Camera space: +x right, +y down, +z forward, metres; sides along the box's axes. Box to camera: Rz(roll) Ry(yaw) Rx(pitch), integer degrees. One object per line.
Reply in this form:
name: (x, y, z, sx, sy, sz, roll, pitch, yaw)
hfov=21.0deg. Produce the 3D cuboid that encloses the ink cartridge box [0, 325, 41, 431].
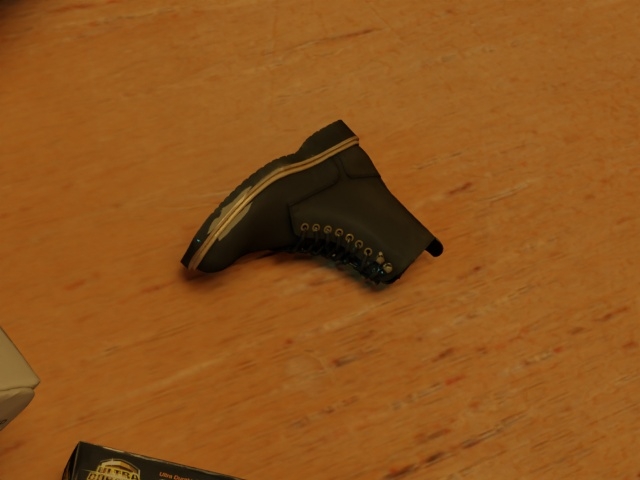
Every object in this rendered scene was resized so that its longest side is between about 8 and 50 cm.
ink cartridge box: (-0.399, 0.002, 1.046, 0.395, 0.166, 0.285, 51, 19, 15)

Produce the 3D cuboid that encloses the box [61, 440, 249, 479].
box: (-0.077, 0.244, 1.163, 0.220, 0.051, 0.175, 14, 54, -12)

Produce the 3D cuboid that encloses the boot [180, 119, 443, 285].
boot: (0.000, 0.000, 1.347, 0.137, 0.077, 0.198, 48, 55, 6)
